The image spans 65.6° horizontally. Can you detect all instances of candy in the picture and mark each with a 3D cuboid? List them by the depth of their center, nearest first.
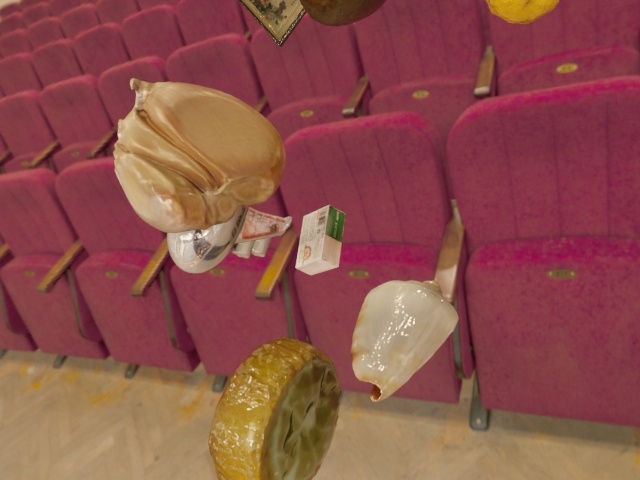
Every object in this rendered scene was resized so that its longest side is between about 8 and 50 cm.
[{"bbox_3d":[-0.064,0.283,0.789,0.118,0.260,0.260,6,47,29],"label":"candy"}]

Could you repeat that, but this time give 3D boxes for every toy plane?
[{"bbox_3d":[-0.154,-0.069,0.761,0.252,0.252,0.118,-44,25,-24],"label":"toy plane"}]

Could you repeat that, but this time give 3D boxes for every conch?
[{"bbox_3d":[0.095,0.110,0.595,0.176,0.104,0.094,-51,6,-17],"label":"conch"}]

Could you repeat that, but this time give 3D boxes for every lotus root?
[{"bbox_3d":[0.072,-0.613,1.157,0.142,0.210,0.314,15,24,31],"label":"lotus root"}]

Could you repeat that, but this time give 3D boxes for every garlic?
[{"bbox_3d":[-0.159,-0.110,0.646,0.217,0.110,0.228,-23,64,-31],"label":"garlic"}]

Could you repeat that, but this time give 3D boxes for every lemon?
[{"bbox_3d":[0.274,-0.358,0.667,0.114,0.114,0.155,-4,43,25],"label":"lemon"}]

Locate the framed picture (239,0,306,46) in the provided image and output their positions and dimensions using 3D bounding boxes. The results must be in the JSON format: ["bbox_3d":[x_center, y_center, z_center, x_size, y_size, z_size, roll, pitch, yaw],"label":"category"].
[{"bbox_3d":[-0.124,-0.686,1.396,0.195,0.199,0.010,-57,34,-10],"label":"framed picture"}]

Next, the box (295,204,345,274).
[{"bbox_3d":[0.000,0.000,1.608,0.135,0.081,0.199,-20,51,46],"label":"box"}]
